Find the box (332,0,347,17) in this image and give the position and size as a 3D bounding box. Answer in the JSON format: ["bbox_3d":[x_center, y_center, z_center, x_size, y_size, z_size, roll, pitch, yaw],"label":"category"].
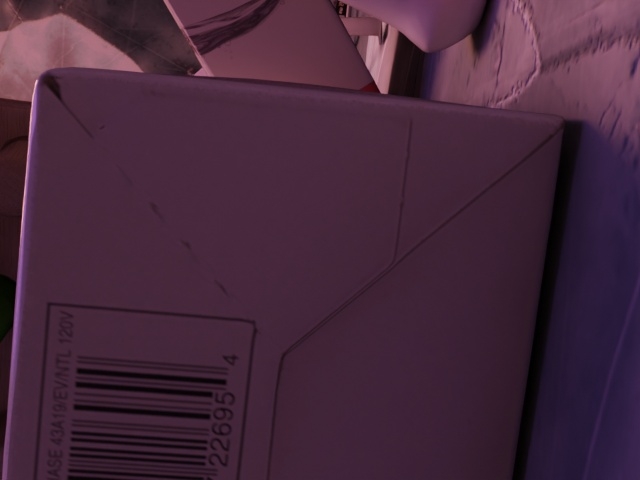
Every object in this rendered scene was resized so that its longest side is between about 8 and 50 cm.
[{"bbox_3d":[0.033,-0.369,1.493,0.083,0.018,0.067,104,171,-52],"label":"box"}]

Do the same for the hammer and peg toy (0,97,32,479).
[{"bbox_3d":[-0.291,0.078,0.646,0.127,0.266,0.361,-99,17,-71],"label":"hammer and peg toy"}]

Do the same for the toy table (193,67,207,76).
[{"bbox_3d":[-0.082,-0.158,1.435,0.252,0.274,0.160,53,162,30],"label":"toy table"}]

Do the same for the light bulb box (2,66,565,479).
[{"bbox_3d":[-0.039,0.084,0.602,0.361,0.225,0.357,-124,40,-80],"label":"light bulb box"}]

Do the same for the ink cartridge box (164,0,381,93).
[{"bbox_3d":[-0.050,-0.183,0.868,0.283,0.117,0.207,60,-176,-13],"label":"ink cartridge box"}]

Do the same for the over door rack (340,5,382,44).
[{"bbox_3d":[0.006,-0.286,1.210,0.324,0.108,0.239,116,159,-74],"label":"over door rack"}]

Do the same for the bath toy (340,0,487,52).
[{"bbox_3d":[0.055,-0.212,0.503,0.348,0.129,0.151,116,160,-76],"label":"bath toy"}]
